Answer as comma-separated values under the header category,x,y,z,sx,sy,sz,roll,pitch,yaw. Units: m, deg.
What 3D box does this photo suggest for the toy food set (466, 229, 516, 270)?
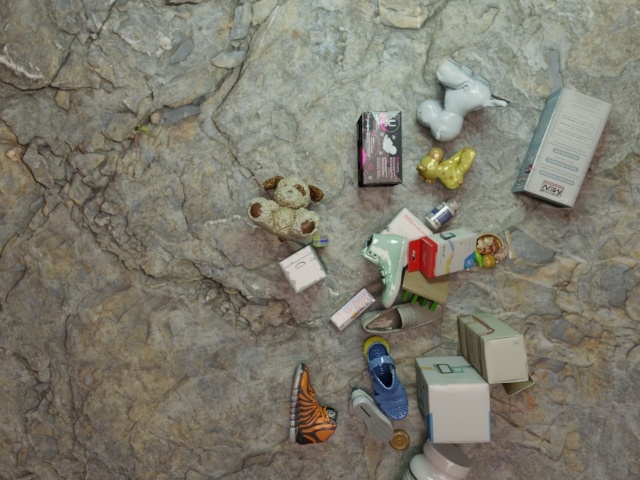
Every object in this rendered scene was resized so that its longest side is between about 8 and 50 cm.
category,x,y,z,sx,sy,sz,roll,pitch,yaw
toy food set,0.623,0.037,1.589,0.192,0.038,0.132,-16,92,3

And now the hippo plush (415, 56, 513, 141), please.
category,x,y,z,sx,sy,sz,roll,pitch,yaw
hippo plush,0.478,-0.468,1.513,0.294,0.234,0.236,43,125,14

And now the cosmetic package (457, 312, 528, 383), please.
category,x,y,z,sx,sy,sz,roll,pitch,yaw
cosmetic package,0.580,0.360,1.480,0.129,0.296,0.153,-7,93,1

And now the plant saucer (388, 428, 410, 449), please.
category,x,y,z,sx,sy,sz,roll,pitch,yaw
plant saucer,0.304,0.770,1.654,0.083,0.015,0.083,0,93,2

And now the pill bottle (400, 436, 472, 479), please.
category,x,y,z,sx,sy,sz,roll,pitch,yaw
pill bottle,0.391,0.923,1.563,0.210,0.210,0.363,26,94,0

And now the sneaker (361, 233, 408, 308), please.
category,x,y,z,sx,sy,sz,roll,pitch,yaw
sneaker,0.204,0.100,1.496,0.151,0.094,0.256,11,88,-3

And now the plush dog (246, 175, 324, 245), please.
category,x,y,z,sx,sy,sz,roll,pitch,yaw
plush dog,-0.111,-0.122,1.555,0.262,0.210,0.225,16,74,4

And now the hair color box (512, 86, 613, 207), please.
category,x,y,z,sx,sy,sz,roll,pitch,yaw
hair color box,0.851,-0.320,1.524,0.185,0.113,0.374,20,93,1

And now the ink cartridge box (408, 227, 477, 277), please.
category,x,y,z,sx,sy,sz,roll,pitch,yaw
ink cartridge box,0.430,0.047,1.524,0.231,0.078,0.134,-13,118,-15

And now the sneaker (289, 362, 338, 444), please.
category,x,y,z,sx,sy,sz,roll,pitch,yaw
sneaker,-0.023,0.613,1.616,0.180,0.124,0.321,3,104,-2

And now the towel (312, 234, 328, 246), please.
category,x,y,z,sx,sy,sz,roll,pitch,yaw
towel,0.000,0.000,1.591,0.060,0.083,0.009,-2,115,3

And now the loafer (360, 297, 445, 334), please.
category,x,y,z,sx,sy,sz,roll,pitch,yaw
loafer,0.304,0.285,1.578,0.319,0.111,0.112,-16,91,3

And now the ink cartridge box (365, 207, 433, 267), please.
category,x,y,z,sx,sy,sz,roll,pitch,yaw
ink cartridge box,0.287,0.003,1.575,0.148,0.086,0.203,43,94,-1

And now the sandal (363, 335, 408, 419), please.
category,x,y,z,sx,sy,sz,roll,pitch,yaw
sandal,0.240,0.520,1.583,0.126,0.138,0.317,-22,94,1

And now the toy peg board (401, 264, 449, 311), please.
category,x,y,z,sx,sy,sz,roll,pitch,yaw
toy peg board,0.372,0.170,1.565,0.161,0.161,0.079,21,127,5

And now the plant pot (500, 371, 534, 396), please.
category,x,y,z,sx,sy,sz,roll,pitch,yaw
plant pot,0.693,0.485,1.583,0.109,0.096,0.109,-29,93,3

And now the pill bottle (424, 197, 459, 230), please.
category,x,y,z,sx,sy,sz,roll,pitch,yaw
pill bottle,0.446,-0.098,1.574,0.120,0.067,0.067,-41,91,4

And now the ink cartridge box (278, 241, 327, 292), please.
category,x,y,z,sx,sy,sz,roll,pitch,yaw
ink cartridge box,-0.058,0.094,1.548,0.128,0.176,0.127,-31,92,4

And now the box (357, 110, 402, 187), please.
category,x,y,z,sx,sy,sz,roll,pitch,yaw
box,0.208,-0.316,1.523,0.142,0.163,0.247,-1,93,-1

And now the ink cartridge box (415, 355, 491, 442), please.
category,x,y,z,sx,sy,sz,roll,pitch,yaw
ink cartridge box,0.454,0.546,1.509,0.197,0.270,0.198,-3,93,4

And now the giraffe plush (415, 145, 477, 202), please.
category,x,y,z,sx,sy,sz,roll,pitch,yaw
giraffe plush,0.430,-0.257,1.522,0.170,0.181,0.210,25,77,12

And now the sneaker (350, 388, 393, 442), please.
category,x,y,z,sx,sy,sz,roll,pitch,yaw
sneaker,0.197,0.652,1.616,0.094,0.091,0.258,-27,114,8

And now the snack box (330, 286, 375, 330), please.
category,x,y,z,sx,sy,sz,roll,pitch,yaw
snack box,0.122,0.259,1.628,0.178,0.022,0.064,-42,90,4
